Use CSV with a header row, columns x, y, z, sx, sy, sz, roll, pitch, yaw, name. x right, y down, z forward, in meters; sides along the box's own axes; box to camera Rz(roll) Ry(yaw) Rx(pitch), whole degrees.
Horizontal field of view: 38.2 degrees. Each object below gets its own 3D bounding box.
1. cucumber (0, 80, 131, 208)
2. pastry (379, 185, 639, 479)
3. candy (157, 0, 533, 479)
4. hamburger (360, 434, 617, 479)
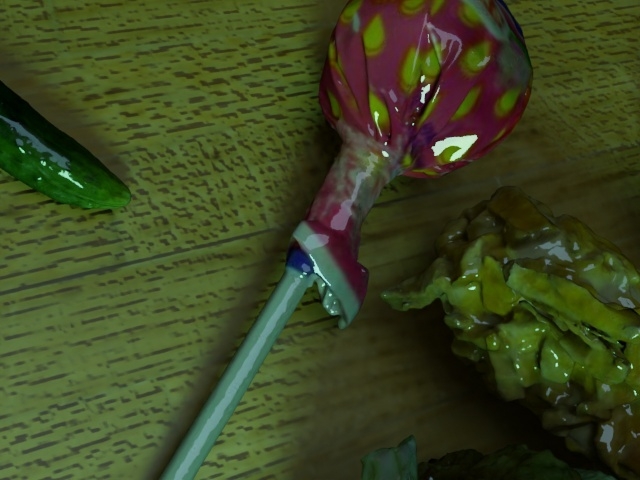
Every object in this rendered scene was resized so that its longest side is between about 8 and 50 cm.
x,y,z,sx,sy,sz,roll,pitch,yaw,name
-0.171,-0.065,0.475,0.168,0.039,0.039,37,62,-8,cucumber
0.158,0.069,0.503,0.250,0.102,0.154,35,22,-13,pastry
0.000,0.000,0.499,0.124,0.124,0.365,33,71,-9,candy
0.117,0.211,0.422,0.168,0.192,0.288,-34,87,-18,hamburger
